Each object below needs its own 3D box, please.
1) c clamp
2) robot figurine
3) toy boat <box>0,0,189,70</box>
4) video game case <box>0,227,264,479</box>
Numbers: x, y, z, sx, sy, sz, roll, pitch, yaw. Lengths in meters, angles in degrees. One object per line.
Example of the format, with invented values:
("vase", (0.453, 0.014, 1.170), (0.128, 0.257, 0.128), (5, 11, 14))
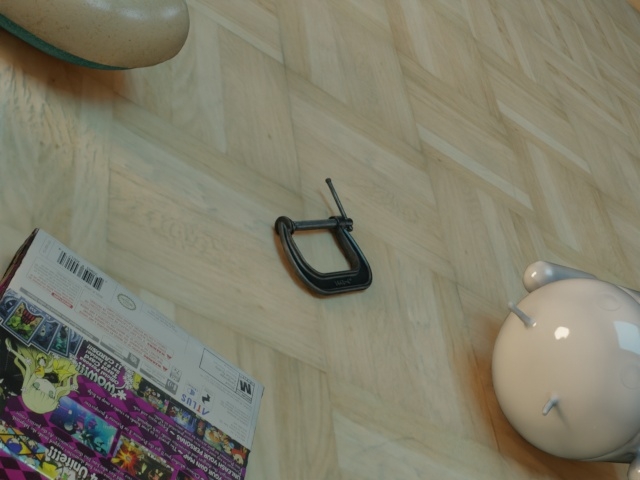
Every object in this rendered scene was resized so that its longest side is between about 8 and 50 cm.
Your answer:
("c clamp", (0.000, 0.000, 1.211), (0.137, 0.022, 0.160), (59, 29, 9))
("robot figurine", (0.332, 0.153, 1.281), (0.353, 0.200, 0.300), (15, 39, -45))
("toy boat", (-0.246, -0.288, 1.126), (0.267, 0.148, 0.318), (32, 40, -17))
("video game case", (-0.154, 0.123, 0.829), (0.232, 0.042, 0.210), (37, 31, -18))
